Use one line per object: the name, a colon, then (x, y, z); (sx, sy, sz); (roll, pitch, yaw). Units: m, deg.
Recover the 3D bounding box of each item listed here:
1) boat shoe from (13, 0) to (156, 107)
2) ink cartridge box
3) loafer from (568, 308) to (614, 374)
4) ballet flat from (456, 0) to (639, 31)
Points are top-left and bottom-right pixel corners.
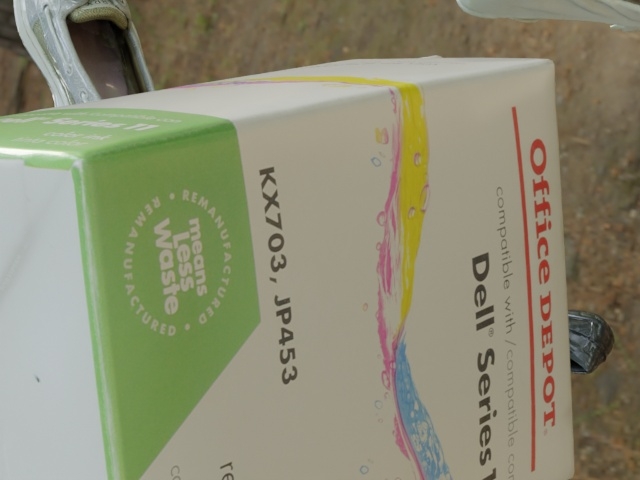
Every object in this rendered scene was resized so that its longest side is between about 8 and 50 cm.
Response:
boat shoe: (-0.216, -0.179, 1.331); (0.103, 0.118, 0.320); (-27, 71, 38)
ink cartridge box: (0.005, 0.032, 0.575); (0.119, 0.353, 0.207); (5, 105, 39)
loafer: (0.256, 0.124, 1.676); (0.223, 0.076, 0.078); (4, 49, 45)
ballet flat: (0.345, -0.317, 1.668); (0.139, 0.400, 0.139); (-179, 90, -71)
